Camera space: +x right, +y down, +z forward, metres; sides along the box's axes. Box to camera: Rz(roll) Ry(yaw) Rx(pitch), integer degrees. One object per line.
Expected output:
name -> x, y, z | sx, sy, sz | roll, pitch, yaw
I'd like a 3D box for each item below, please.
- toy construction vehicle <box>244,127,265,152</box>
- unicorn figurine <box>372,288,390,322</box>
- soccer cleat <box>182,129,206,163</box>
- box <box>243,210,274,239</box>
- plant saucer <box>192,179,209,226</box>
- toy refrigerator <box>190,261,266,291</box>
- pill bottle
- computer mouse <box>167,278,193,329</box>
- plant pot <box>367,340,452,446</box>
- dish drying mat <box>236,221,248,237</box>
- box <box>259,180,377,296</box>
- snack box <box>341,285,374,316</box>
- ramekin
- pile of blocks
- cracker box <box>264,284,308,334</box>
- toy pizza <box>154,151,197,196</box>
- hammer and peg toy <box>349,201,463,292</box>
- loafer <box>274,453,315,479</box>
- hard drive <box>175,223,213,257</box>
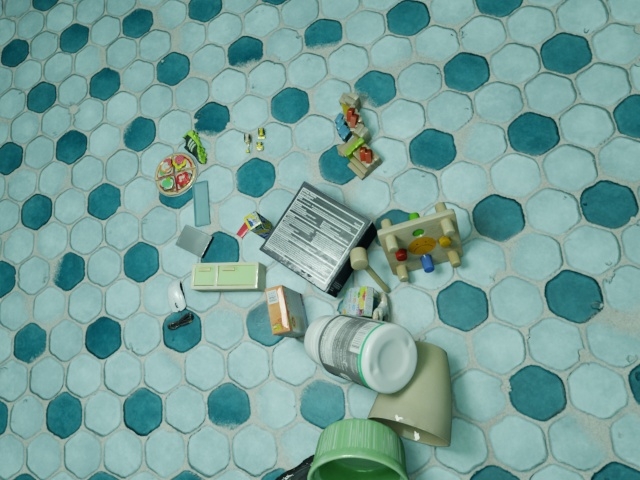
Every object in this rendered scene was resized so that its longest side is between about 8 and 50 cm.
toy construction vehicle -> -0.267, -0.406, 2.078 | 0.086, 0.035, 0.098 | -4, 77, 3
unicorn figurine -> 0.207, 0.243, 1.749 | 0.060, 0.162, 0.111 | 0, 103, 10
soccer cleat -> -0.527, -0.381, 2.129 | 0.072, 0.060, 0.178 | -32, 64, 15
box -> -0.222, -0.054, 1.899 | 0.054, 0.169, 0.059 | -33, 71, 5
plant saucer -> -0.484, -0.150, 2.075 | 0.067, 0.018, 0.191 | -11, 73, 12
toy refrigerator -> -0.348, 0.139, 1.923 | 0.270, 0.094, 0.102 | -2, 76, 15
pill bottle -> 0.112, 0.341, 1.606 | 0.361, 0.204, 0.204 | 0, 71, 58
computer mouse -> -0.561, 0.241, 1.981 | 0.106, 0.042, 0.192 | -21, 72, 10
plant pot -> 0.307, 0.467, 1.602 | 0.257, 0.256, 0.273 | 12, 64, 18
dish drying mat -> -0.296, -0.050, 2.004 | 0.032, 0.008, 0.083 | 34, 86, 19
box -> 0.000, 0.000, 1.818 | 0.296, 0.183, 0.294 | 32, 87, 18
snack box -> 0.128, 0.213, 1.761 | 0.037, 0.141, 0.100 | 15, 75, -26
ramekin -> 0.119, 0.683, 1.555 | 0.304, 0.303, 0.148 | -8, 32, 13
pile of blocks -> 0.116, -0.412, 1.931 | 0.149, 0.112, 0.362 | -20, 71, 9
cracker box -> -0.111, 0.250, 1.757 | 0.067, 0.232, 0.155 | -16, 72, 12
toy pizza -> -0.610, -0.281, 2.134 | 0.202, 0.032, 0.201 | -4, 75, 14
hammer and peg toy -> 0.287, 0.029, 1.710 | 0.362, 0.266, 0.127 | -17, 50, 11
loafer -> -0.052, 0.782, 1.694 | 0.223, 0.076, 0.078 | -33, 88, 1
hard drive -> -0.504, 0.003, 2.038 | 0.135, 0.022, 0.094 | 23, 83, 19
